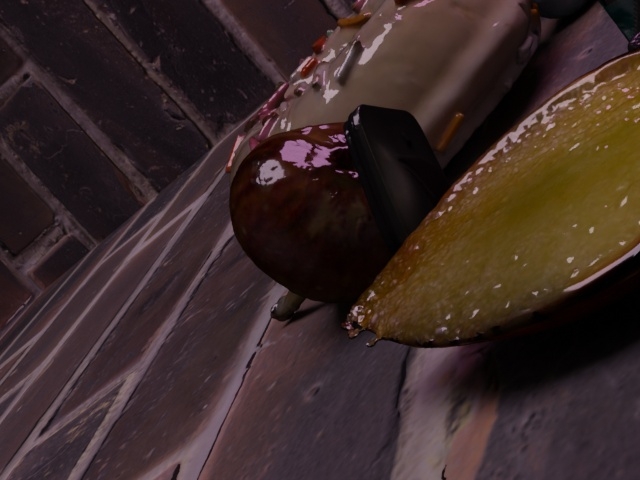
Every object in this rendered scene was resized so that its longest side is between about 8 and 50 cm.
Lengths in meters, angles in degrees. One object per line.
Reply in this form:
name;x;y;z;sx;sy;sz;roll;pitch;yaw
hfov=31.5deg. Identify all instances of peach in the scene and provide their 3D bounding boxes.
peach;0.133;-0.006;0.608;0.279;0.068;0.189;-35;20;28

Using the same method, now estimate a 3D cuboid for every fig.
fig;-0.003;-0.016;0.924;0.160;0.143;0.231;-13;-4;-17

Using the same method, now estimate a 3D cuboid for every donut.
donut;0.050;-0.145;1.137;0.382;0.142;0.383;-44;12;12

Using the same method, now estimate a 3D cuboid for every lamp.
lamp;0.121;-0.104;0.708;0.283;0.124;0.203;-44;-18;25

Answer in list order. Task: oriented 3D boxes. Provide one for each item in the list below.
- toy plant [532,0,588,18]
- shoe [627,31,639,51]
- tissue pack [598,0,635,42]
toy plant;0.252;-0.362;1.196;0.247;0.247;0.332;-42;18;3
shoe;0.270;-0.127;0.659;0.179;0.049;0.071;-24;16;-5
tissue pack;0.263;-0.190;0.801;0.079;0.085;0.111;-46;11;-23
